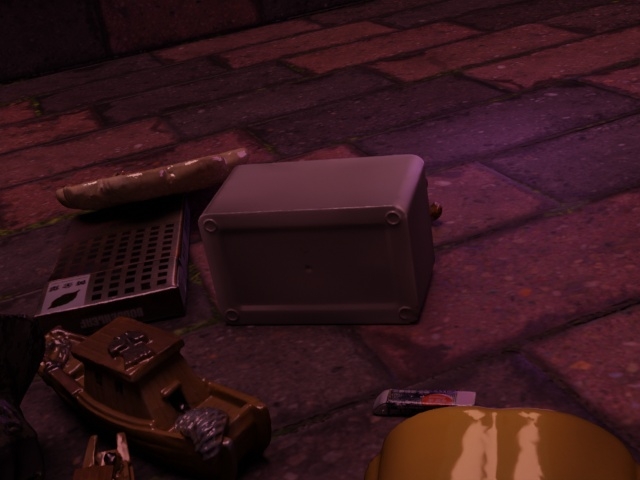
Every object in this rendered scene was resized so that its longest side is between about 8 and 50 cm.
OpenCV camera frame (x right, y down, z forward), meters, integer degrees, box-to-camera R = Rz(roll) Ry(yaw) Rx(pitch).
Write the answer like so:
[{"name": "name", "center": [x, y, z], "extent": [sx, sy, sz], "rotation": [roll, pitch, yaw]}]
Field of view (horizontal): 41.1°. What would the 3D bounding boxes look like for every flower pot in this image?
[{"name": "flower pot", "center": [0.107, 0.223, 0.495], "extent": [0.195, 0.195, 0.179], "rotation": [-2, 39, 16]}]

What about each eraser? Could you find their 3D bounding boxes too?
[{"name": "eraser", "center": [0.099, 0.154, 0.816], "extent": [0.099, 0.019, 0.027], "rotation": [-1, 26, 16]}]

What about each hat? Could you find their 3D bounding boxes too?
[{"name": "hat", "center": [-0.310, 0.195, 0.728], "extent": [0.265, 0.265, 0.128], "rotation": [-30, 71, -37]}]

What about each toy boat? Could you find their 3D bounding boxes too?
[{"name": "toy boat", "center": [-0.182, 0.140, 0.832], "extent": [0.321, 0.121, 0.089], "rotation": [13, 39, 40]}, {"name": "toy boat", "center": [-0.187, 0.230, 0.696], "extent": [0.064, 0.072, 0.206], "rotation": [-9, 26, -2]}]

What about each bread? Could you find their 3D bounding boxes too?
[{"name": "bread", "center": [-0.263, -0.095, 1.358], "extent": [0.316, 0.054, 0.316], "rotation": [-11, 7, 1]}]

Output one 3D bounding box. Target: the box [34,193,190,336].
[{"name": "box", "center": [-0.276, 0.026, 1.192], "extent": [0.180, 0.047, 0.325], "rotation": [-11, 24, -2]}]

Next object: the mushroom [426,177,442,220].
[{"name": "mushroom", "center": [0.128, -0.069, 1.222], "extent": [0.129, 0.073, 0.088], "rotation": [18, 6, 41]}]

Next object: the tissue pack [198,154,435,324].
[{"name": "tissue pack", "center": [0.000, 0.001, 1.015], "extent": [0.246, 0.159, 0.136], "rotation": [-1, 28, 16]}]
